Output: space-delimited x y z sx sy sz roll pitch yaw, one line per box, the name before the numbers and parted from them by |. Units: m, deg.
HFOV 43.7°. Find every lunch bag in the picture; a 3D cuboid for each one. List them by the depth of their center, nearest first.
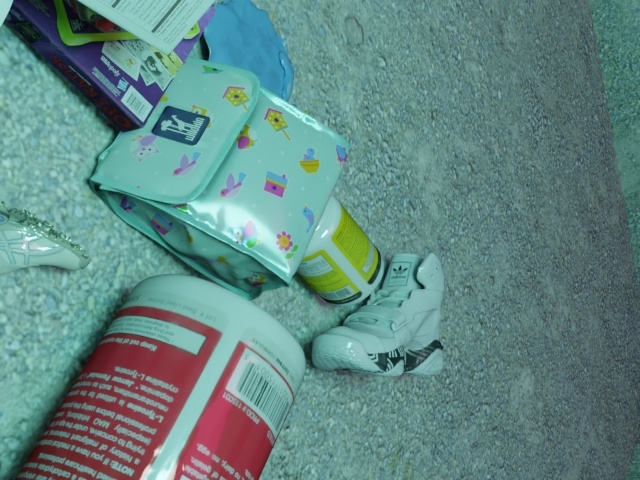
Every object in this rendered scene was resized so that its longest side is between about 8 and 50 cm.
lunch bag | -0.125 -0.086 0.994 0.262 0.160 0.223 34 63 -18

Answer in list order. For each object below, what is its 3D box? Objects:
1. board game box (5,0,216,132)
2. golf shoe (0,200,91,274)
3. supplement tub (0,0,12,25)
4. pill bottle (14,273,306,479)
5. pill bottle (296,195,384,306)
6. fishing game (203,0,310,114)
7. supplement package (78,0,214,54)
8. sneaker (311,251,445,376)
board game box | -0.275 -0.309 0.866 0.347 0.056 0.208 48 57 -35
golf shoe | -0.324 0.007 0.825 0.176 0.069 0.086 33 83 -45
supplement tub | -0.378 -0.244 0.669 0.200 0.144 0.144 36 61 -48
pill bottle | -0.191 0.257 0.846 0.229 0.229 0.407 54 50 -38
pill bottle | 0.000 0.000 1.199 0.208 0.119 0.119 49 52 -42
fishing game | -0.104 -0.256 1.131 0.264 0.041 0.189 56 40 -29
supplement package | -0.202 -0.348 0.715 0.263 0.198 0.199 26 27 -45
sneaker | 0.104 0.117 1.332 0.366 0.137 0.210 15 77 -58
